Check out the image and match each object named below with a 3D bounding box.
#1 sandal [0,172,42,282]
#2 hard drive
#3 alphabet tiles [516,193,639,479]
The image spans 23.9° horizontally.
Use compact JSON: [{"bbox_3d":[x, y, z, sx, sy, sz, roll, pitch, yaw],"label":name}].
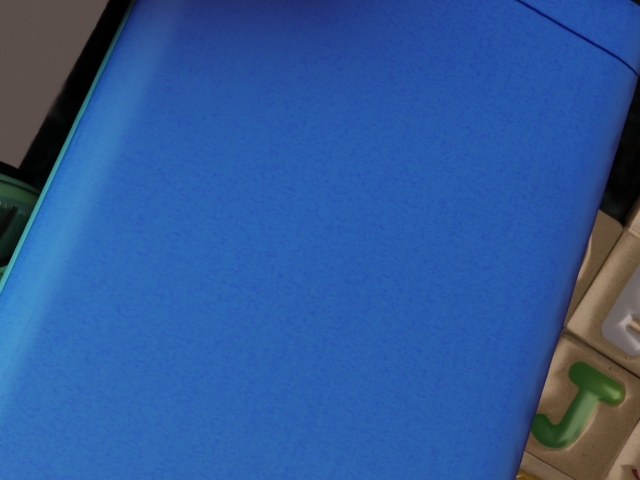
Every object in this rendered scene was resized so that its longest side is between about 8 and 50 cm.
[{"bbox_3d":[-0.241,-0.017,0.576,0.303,0.086,0.120,18,116,-32],"label":"sandal"},{"bbox_3d":[0.000,0.000,0.594,0.210,0.040,0.318,27,68,-15],"label":"hard drive"},{"bbox_3d":[0.152,0.132,0.720,0.285,0.011,0.342,32,89,-14],"label":"alphabet tiles"}]
